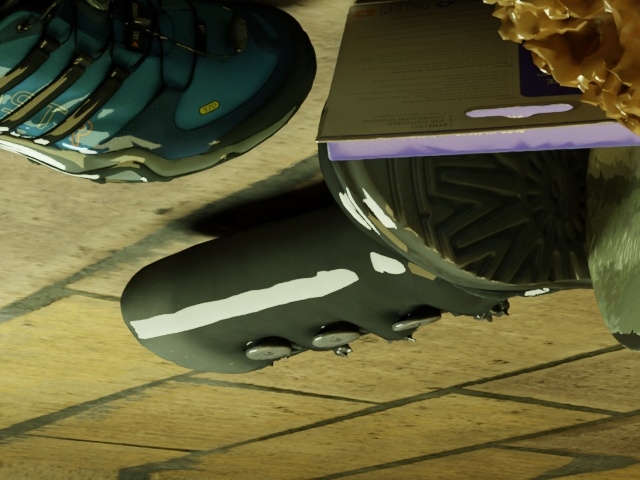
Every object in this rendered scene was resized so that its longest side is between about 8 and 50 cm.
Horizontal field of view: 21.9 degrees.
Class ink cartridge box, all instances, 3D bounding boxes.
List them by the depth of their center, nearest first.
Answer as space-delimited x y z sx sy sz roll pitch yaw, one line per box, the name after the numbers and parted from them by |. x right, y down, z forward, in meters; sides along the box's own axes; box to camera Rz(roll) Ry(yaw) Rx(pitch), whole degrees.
0.107 -0.084 0.896 0.206 0.045 0.208 -3 -154 8 | ink cartridge box

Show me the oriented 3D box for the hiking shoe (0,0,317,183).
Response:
-0.143 -0.104 0.917 0.304 0.113 0.132 -3 154 -16 | hiking shoe

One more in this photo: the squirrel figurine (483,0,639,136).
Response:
0.250 -0.100 0.493 0.397 0.370 0.281 -5 163 15 | squirrel figurine

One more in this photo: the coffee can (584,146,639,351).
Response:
0.332 -0.025 1.051 0.275 0.201 0.201 3 163 -10 | coffee can

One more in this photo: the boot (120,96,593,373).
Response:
0.001 0.001 1.261 0.445 0.146 0.367 -11 159 44 | boot
